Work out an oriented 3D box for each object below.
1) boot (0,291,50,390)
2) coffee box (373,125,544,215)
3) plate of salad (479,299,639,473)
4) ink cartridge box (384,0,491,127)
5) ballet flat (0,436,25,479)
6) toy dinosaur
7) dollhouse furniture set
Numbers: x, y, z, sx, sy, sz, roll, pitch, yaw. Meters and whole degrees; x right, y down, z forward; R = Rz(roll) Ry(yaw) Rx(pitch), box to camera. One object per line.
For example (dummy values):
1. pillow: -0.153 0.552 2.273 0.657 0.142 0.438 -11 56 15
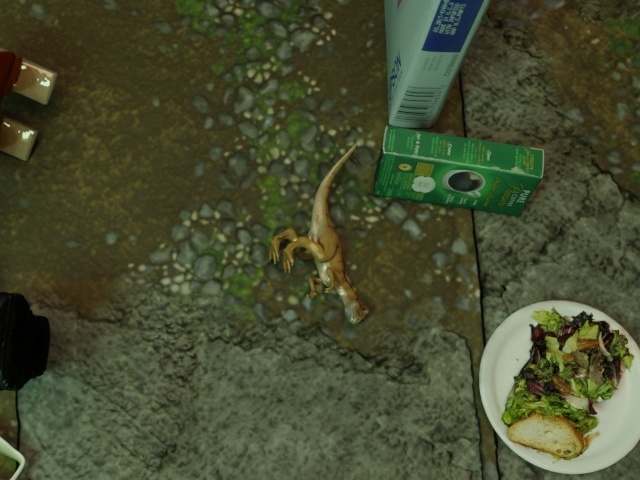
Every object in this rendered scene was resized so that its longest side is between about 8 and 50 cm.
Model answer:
1. boot: -0.395 0.100 1.038 0.207 0.246 0.094 3 83 -5
2. coffee box: 0.159 -0.079 1.208 0.184 0.113 0.041 8 66 1
3. plate of salad: 0.279 0.160 1.160 0.199 0.048 0.200 1 69 -3
4. ink cartridge box: 0.125 -0.347 1.190 0.071 0.324 0.330 0 70 -6
5. ballet flat: -0.344 0.277 1.057 0.124 0.116 0.342 -33 70 -34
6. toy dinosaur: 0.000 0.000 1.204 0.112 0.064 0.212 -6 79 -25
7. dollhouse furniture set: -0.389 -0.084 1.115 0.135 0.262 0.259 24 104 3
